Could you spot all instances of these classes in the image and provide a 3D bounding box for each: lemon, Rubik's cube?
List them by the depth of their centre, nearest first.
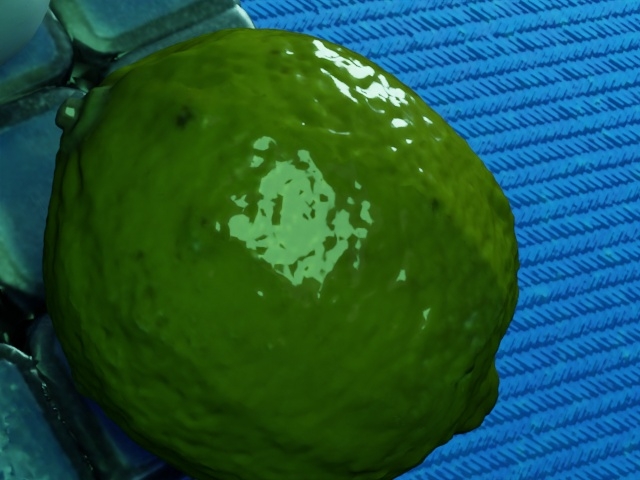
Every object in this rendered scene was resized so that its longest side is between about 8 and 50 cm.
[{"bbox_3d":[-0.019,0.011,0.738,0.231,0.192,0.192,37,61,-17],"label":"lemon"},{"bbox_3d":[-0.175,0.025,0.948,0.301,0.304,0.305,-27,84,-28],"label":"Rubik's cube"}]

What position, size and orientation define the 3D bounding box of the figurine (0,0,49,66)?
[{"bbox_3d":[-0.213,-0.114,0.739,0.182,0.144,0.256,44,58,2],"label":"figurine"}]
